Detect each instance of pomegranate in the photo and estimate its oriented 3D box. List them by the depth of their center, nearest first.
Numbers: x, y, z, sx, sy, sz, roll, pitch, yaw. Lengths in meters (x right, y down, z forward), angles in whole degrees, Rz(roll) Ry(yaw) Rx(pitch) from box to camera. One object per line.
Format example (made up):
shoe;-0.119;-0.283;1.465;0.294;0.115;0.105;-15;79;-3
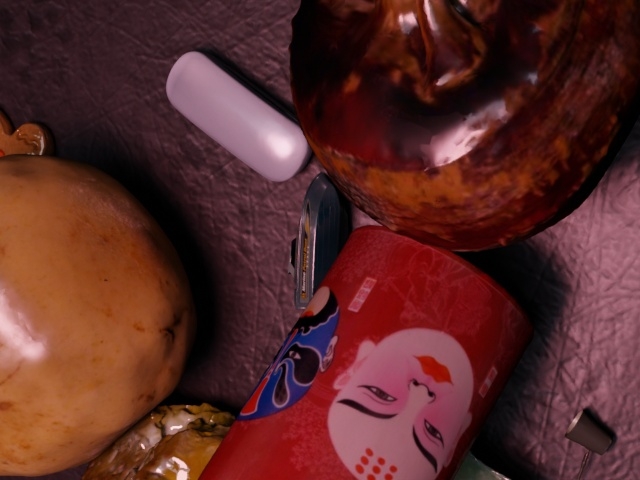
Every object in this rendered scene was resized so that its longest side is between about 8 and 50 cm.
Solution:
pomegranate;-0.298;0.079;1.370;0.332;0.332;0.333;3;99;23

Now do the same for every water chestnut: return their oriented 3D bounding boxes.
water chestnut;0.116;-0.173;1.147;0.350;0.302;0.351;-18;56;28

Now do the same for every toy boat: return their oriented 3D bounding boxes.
toy boat;0.000;0.000;1.370;0.060;0.055;0.141;12;103;45

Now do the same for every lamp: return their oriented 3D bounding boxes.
lamp;0.246;0.229;1.311;0.054;0.041;0.121;34;105;6

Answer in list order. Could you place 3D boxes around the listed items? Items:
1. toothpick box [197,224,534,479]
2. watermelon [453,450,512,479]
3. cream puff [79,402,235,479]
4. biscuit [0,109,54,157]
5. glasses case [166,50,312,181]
toothpick box;0.030;0.177;1.218;0.204;0.204;0.333;25;70;18
watermelon;0.050;0.344;1.327;0.264;0.151;0.302;13;66;19
cream puff;-0.153;0.296;1.390;0.282;0.282;0.185;-39;104;23
biscuit;-0.375;-0.078;1.531;0.225;0.036;0.166;40;112;14
glasses case;-0.085;-0.130;1.393;0.178;0.045;0.067;38;110;15
